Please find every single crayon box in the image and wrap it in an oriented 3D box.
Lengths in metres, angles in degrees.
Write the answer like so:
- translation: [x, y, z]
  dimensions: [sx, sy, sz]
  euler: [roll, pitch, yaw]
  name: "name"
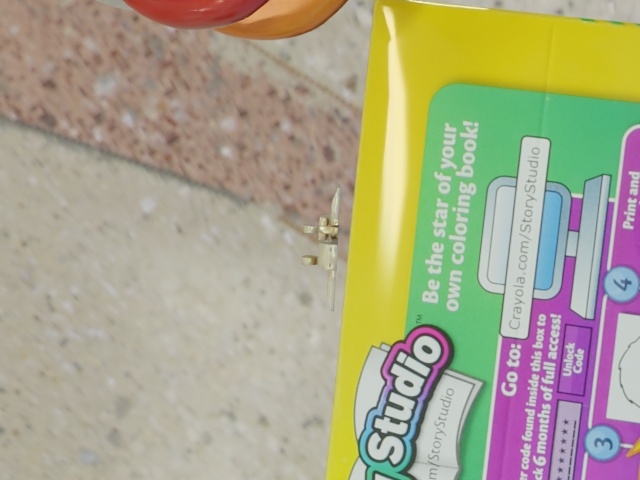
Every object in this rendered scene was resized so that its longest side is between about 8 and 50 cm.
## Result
- translation: [0.170, 0.062, 1.090]
  dimensions: [0.313, 0.106, 0.363]
  euler: [8, 97, 14]
  name: "crayon box"

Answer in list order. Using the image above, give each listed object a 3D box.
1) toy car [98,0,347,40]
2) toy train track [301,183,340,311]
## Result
- translation: [-0.050, -0.138, 0.644]
  dimensions: [0.159, 0.182, 0.136]
  euler: [-26, 40, 25]
  name: "toy car"
- translation: [0.000, 0.000, 0.772]
  dimensions: [0.014, 0.083, 0.048]
  euler: [3, 98, 0]
  name: "toy train track"
